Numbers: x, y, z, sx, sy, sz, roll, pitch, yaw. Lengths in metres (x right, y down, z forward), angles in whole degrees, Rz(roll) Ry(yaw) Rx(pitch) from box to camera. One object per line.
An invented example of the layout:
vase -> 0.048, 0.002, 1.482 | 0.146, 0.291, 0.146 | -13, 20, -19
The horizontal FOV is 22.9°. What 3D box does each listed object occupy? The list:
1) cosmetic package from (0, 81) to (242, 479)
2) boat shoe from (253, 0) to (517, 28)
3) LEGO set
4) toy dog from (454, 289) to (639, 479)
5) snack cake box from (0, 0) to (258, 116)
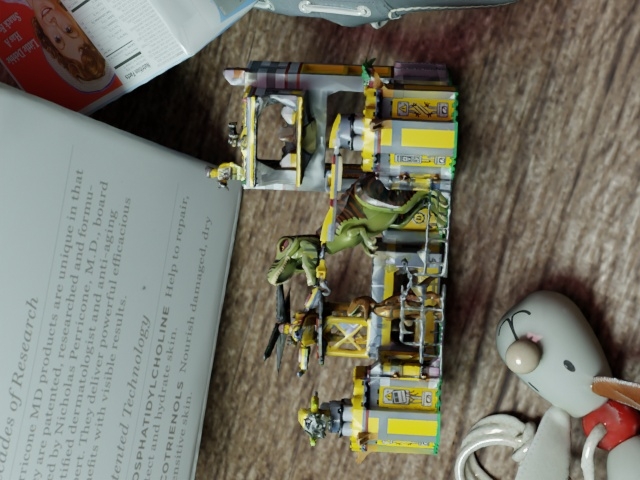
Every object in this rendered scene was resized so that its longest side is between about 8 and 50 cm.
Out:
cosmetic package -> -0.318, 0.051, 1.281 | 0.329, 0.393, 0.328 | 7, 84, 30
boat shoe -> 0.033, -0.225, 1.254 | 0.319, 0.116, 0.099 | 10, 149, 21
LEGO set -> 0.000, 0.000, 1.208 | 0.192, 0.255, 0.331 | 2, 116, 2
toy dog -> 0.231, 0.203, 1.176 | 0.333, 0.161, 0.220 | 34, 116, 19
snack cake box -> -0.182, -0.197, 1.292 | 0.152, 0.089, 0.264 | 53, 148, -13
